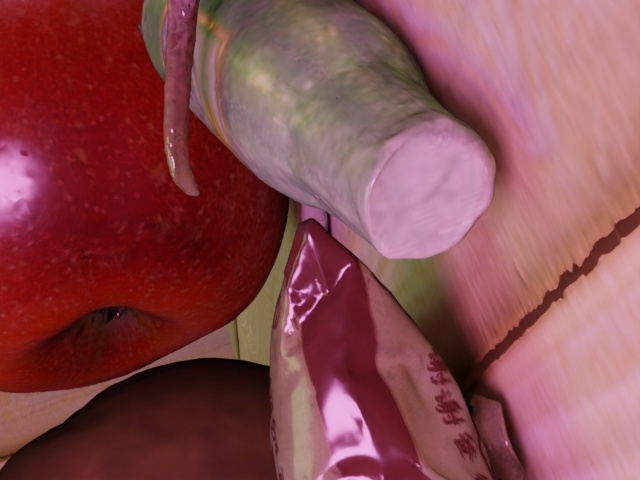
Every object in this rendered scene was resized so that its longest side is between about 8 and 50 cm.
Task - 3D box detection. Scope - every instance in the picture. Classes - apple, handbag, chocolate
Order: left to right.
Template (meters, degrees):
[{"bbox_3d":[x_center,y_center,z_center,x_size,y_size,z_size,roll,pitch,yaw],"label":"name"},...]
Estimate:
[{"bbox_3d":[-0.192,-0.045,0.796,0.348,0.348,0.277,96,159,-68],"label":"apple"},{"bbox_3d":[-0.009,-0.073,0.478,0.291,0.110,0.110,-129,22,-58],"label":"chocolate"},{"bbox_3d":[0.034,0.122,0.497,0.235,0.127,0.213,80,166,-71],"label":"handbag"}]

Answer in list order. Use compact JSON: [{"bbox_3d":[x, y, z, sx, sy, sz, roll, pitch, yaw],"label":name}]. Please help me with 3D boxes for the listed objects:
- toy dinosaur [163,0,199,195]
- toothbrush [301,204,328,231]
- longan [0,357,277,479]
[{"bbox_3d":[-0.057,-0.181,0.426,0.251,0.072,0.200,-57,41,29],"label":"toy dinosaur"},{"bbox_3d":[-0.001,-0.002,0.776,0.342,0.025,0.030,87,159,-57],"label":"toothbrush"},{"bbox_3d":[-0.099,0.297,0.782,0.404,0.436,0.404,21,126,31],"label":"longan"}]
